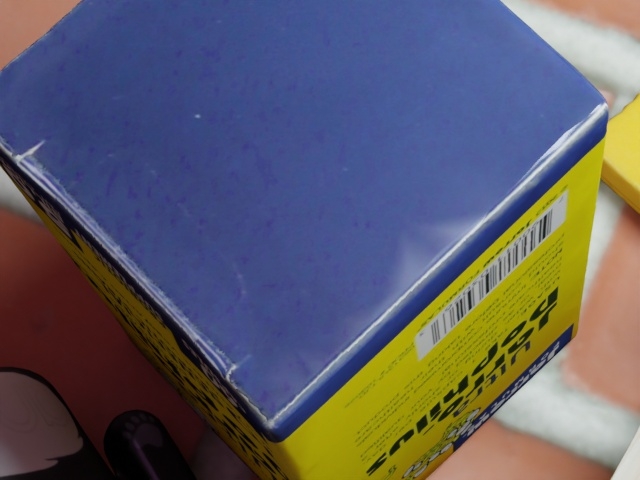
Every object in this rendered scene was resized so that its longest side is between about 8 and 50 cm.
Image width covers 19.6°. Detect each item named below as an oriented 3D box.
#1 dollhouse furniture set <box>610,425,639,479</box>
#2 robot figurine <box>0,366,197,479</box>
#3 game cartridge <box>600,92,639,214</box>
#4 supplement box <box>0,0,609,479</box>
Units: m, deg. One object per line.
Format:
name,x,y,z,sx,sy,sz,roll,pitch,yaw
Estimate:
dollhouse furniture set,0.298,0.151,0.889,0.303,0.198,0.286,28,89,13
robot figurine,-0.173,0.181,0.970,0.209,0.173,0.278,-40,72,11
game cartridge,0.364,-0.065,1.062,0.323,0.053,0.285,-43,74,-6
supplement box,0.000,0.000,0.910,0.195,0.356,0.194,-43,73,-8
